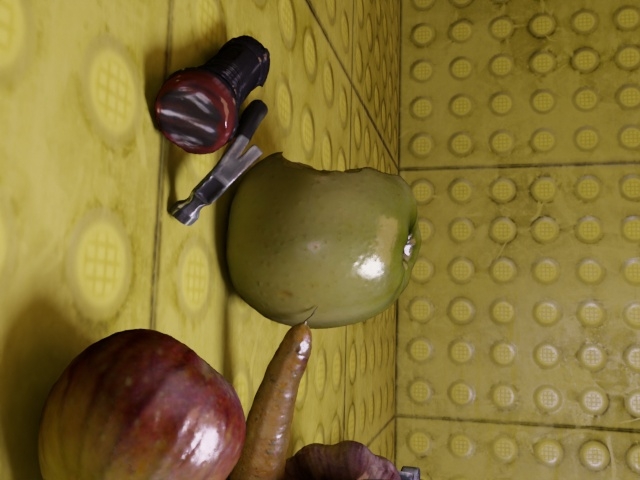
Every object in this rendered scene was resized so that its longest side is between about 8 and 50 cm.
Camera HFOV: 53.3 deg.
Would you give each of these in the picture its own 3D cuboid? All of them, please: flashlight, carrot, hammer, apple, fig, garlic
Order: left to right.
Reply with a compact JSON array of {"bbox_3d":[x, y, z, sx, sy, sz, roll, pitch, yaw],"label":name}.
[{"bbox_3d":[-0.168,0.174,0.488,0.230,0.143,0.160,-40,152,-11],"label":"fig"},{"bbox_3d":[-0.117,-0.182,0.744,0.232,0.092,0.093,-77,162,-58],"label":"flashlight"},{"bbox_3d":[-0.106,-0.120,0.798,0.033,0.111,0.288,43,23,-17],"label":"hammer"},{"bbox_3d":[-0.056,0.215,0.825,0.078,0.078,0.298,-36,144,-73],"label":"carrot"},{"bbox_3d":[0.000,0.000,0.885,0.279,0.278,0.280,0,90,-76],"label":"apple"},{"bbox_3d":[0.030,0.433,0.985,0.160,0.244,0.245,164,-74,-87],"label":"garlic"}]

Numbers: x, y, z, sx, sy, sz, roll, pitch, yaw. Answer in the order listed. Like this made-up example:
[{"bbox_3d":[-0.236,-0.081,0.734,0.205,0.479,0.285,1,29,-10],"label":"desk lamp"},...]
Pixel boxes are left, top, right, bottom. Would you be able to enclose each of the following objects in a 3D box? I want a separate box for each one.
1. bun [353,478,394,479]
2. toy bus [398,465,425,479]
[{"bbox_3d":[0.042,0.473,0.807,0.194,0.354,0.355,40,-38,57],"label":"bun"},{"bbox_3d":[0.126,0.646,1.427,0.440,0.209,0.250,64,31,-59],"label":"toy bus"}]
